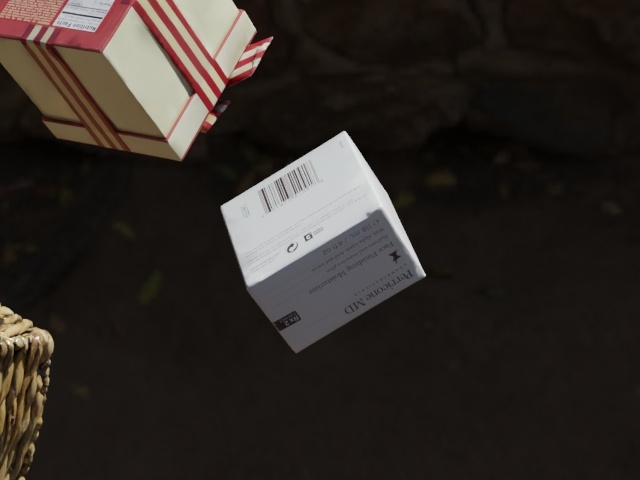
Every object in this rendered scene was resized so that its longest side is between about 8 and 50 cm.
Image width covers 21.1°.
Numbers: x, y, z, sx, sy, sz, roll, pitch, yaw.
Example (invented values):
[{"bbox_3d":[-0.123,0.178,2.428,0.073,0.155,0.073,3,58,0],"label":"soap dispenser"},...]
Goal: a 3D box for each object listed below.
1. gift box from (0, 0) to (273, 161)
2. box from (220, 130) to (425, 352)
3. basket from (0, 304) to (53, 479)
[{"bbox_3d":[-0.238,-0.273,2.243,0.255,0.258,0.276,17,64,35],"label":"gift box"},{"bbox_3d":[0.000,0.000,1.981,0.181,0.119,0.182,-32,35,6],"label":"box"},{"bbox_3d":[-0.386,0.166,1.471,0.223,0.299,0.213,24,14,21],"label":"basket"}]
